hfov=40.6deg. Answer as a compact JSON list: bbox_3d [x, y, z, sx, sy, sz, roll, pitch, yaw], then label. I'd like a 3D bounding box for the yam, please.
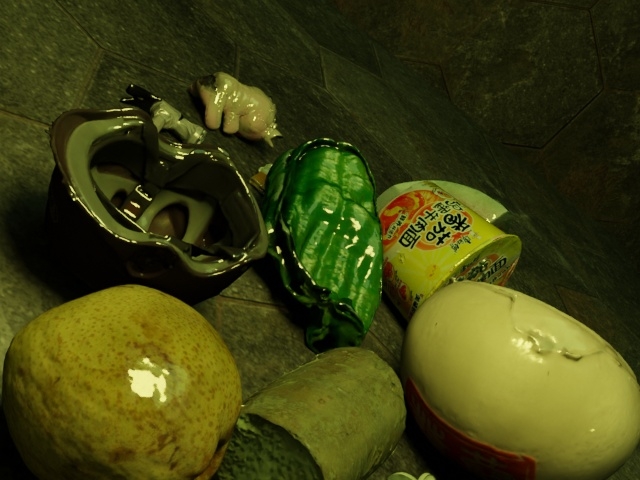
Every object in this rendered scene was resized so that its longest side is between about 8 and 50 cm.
[{"bbox_3d":[-0.009,0.226,0.997,0.161,0.161,0.268,49,22,11],"label":"yam"}]

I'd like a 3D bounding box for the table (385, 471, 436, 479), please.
[{"bbox_3d":[0.074,0.354,0.930,0.198,0.166,0.167,-10,57,-54],"label":"table"}]

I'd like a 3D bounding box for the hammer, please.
[{"bbox_3d":[-0.274,-0.126,1.302,0.152,0.044,0.427,37,24,-15],"label":"hammer"}]

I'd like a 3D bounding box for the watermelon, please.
[{"bbox_3d":[0.279,0.001,1.823,0.320,0.289,0.214,48,50,-25],"label":"watermelon"}]

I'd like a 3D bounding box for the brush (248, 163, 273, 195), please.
[{"bbox_3d":[-0.055,-0.134,1.705,0.085,0.020,0.336,44,23,0],"label":"brush"}]

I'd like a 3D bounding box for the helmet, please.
[{"bbox_3d":[-0.220,-0.021,1.040,0.305,0.177,0.225,19,41,-35],"label":"helmet"}]

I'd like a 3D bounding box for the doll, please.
[{"bbox_3d":[-0.156,-0.257,1.658,0.192,0.095,0.149,21,30,-39],"label":"doll"}]

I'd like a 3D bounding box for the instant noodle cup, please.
[{"bbox_3d":[0.206,0.029,1.590,0.200,0.264,0.264,47,22,28],"label":"instant noodle cup"}]

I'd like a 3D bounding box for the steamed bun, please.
[{"bbox_3d":[0.279,0.240,1.287,0.374,0.241,0.374,29,-14,8],"label":"steamed bun"}]

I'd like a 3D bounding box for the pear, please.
[{"bbox_3d":[-0.173,0.152,0.804,0.211,0.188,0.228,47,21,14],"label":"pear"}]

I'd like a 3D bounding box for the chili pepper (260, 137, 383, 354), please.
[{"bbox_3d":[-0.009,0.005,1.380,0.213,0.167,0.385,18,44,-19],"label":"chili pepper"}]
